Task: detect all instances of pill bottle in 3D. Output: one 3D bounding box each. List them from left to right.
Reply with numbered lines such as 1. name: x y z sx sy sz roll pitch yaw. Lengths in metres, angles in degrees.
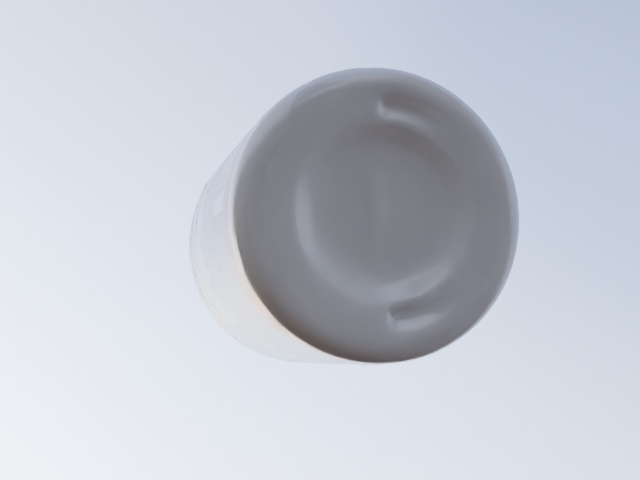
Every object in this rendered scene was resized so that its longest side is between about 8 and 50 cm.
1. pill bottle: 0.000 0.000 0.422 0.108 0.108 0.180 25 -12 -10
